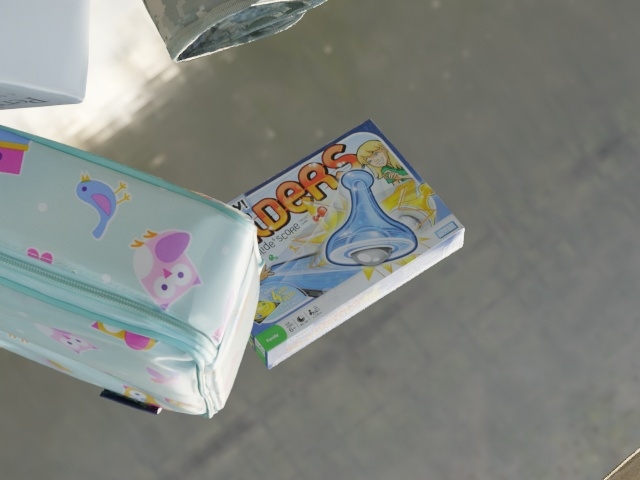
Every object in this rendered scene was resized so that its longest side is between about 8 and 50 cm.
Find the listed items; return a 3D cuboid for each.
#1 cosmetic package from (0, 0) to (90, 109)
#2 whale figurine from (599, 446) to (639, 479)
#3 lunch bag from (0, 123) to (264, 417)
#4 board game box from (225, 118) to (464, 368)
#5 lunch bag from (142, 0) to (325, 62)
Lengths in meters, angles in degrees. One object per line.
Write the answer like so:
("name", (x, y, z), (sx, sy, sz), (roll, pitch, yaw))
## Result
("cosmetic package", (-0.317, -0.161, 0.917), (0.217, 0.156, 0.385), (0, 174, 41))
("whale figurine", (0.210, 0.146, 0.828), (0.272, 0.141, 0.216), (-14, 151, -43))
("lunch bag", (-0.153, 0.022, 1.150), (0.279, 0.224, 0.108), (99, 9, -76))
("board game box", (0.000, 0.000, 1.548), (0.201, 0.136, 0.035), (-32, 155, -17))
("lunch bag", (-0.043, -0.300, 1.468), (0.287, 0.235, 0.169), (-25, 177, 15))
